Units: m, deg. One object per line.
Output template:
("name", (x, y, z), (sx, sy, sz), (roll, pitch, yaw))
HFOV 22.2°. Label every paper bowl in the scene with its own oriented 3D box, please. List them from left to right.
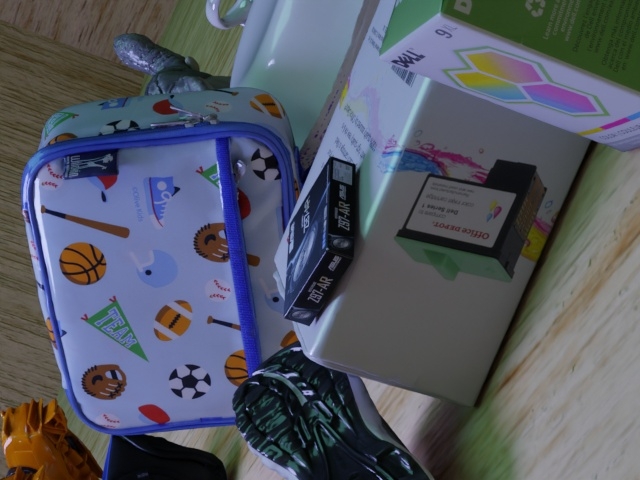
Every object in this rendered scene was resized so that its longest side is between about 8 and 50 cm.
("paper bowl", (0.015, -0.181, 1.471), (0.284, 0.148, 0.284), (-161, 90, -77))

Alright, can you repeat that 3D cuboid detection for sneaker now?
("sneaker", (0.034, 0.167, 0.995), (0.100, 0.108, 0.271), (-37, 35, 7))

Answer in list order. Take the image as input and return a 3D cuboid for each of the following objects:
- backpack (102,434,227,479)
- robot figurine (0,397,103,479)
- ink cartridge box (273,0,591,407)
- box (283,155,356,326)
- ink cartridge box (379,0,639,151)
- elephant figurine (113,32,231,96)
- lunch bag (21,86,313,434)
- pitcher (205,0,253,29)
("backpack", (-0.154, 0.248, 1.599), (0.098, 0.120, 0.101), (-91, 14, -49))
("robot figurine", (-0.238, 0.310, 1.646), (0.085, 0.291, 0.211), (-21, 32, 13))
("ink cartridge box", (0.080, -0.060, 1.057), (0.201, 0.117, 0.278), (-116, 47, -72))
("box", (0.000, 0.000, 0.996), (0.083, 0.018, 0.067), (-87, 22, -44))
("ink cartridge box", (0.097, -0.114, 0.851), (0.109, 0.209, 0.062), (161, 128, -75))
("elephant figurine", (-0.117, -0.120, 1.721), (0.186, 0.239, 0.169), (161, 128, -74))
("lunch bag", (-0.115, 0.015, 1.386), (0.115, 0.243, 0.303), (-86, -9, -62))
("pitcher", (-0.059, -0.355, 2.037), (0.178, 0.125, 0.207), (-9, -56, -58))
